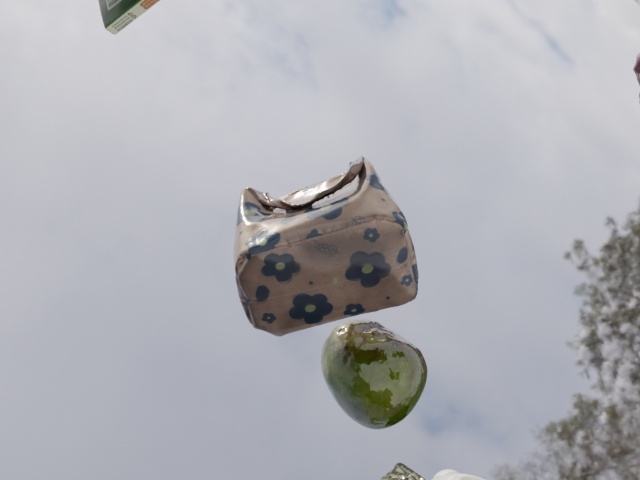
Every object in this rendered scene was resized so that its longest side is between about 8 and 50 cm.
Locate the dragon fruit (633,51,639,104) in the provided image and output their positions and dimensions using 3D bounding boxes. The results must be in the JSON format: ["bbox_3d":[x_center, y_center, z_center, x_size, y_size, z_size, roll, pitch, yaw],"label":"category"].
[{"bbox_3d":[0.596,-0.283,1.276,0.233,0.233,0.293,-8,-86,-48],"label":"dragon fruit"}]

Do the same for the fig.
[{"bbox_3d":[0.091,0.230,1.419,0.181,0.180,0.191,-26,-60,-50],"label":"fig"}]

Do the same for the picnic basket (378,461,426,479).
[{"bbox_3d":[0.089,0.445,1.228,0.196,0.134,0.154,-30,-74,-16],"label":"picnic basket"}]

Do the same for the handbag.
[{"bbox_3d":[0.000,0.000,1.201,0.193,0.251,0.190,-101,-4,-52],"label":"handbag"}]

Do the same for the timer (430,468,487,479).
[{"bbox_3d":[0.286,0.542,1.594,0.234,0.233,0.240,54,-141,-9],"label":"timer"}]

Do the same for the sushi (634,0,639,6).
[{"bbox_3d":[0.147,-0.343,0.797,0.343,0.064,0.359,27,-151,-40],"label":"sushi"}]

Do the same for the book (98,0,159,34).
[{"bbox_3d":[-0.204,-0.423,1.120,0.027,0.264,0.202,29,-142,-52],"label":"book"}]
